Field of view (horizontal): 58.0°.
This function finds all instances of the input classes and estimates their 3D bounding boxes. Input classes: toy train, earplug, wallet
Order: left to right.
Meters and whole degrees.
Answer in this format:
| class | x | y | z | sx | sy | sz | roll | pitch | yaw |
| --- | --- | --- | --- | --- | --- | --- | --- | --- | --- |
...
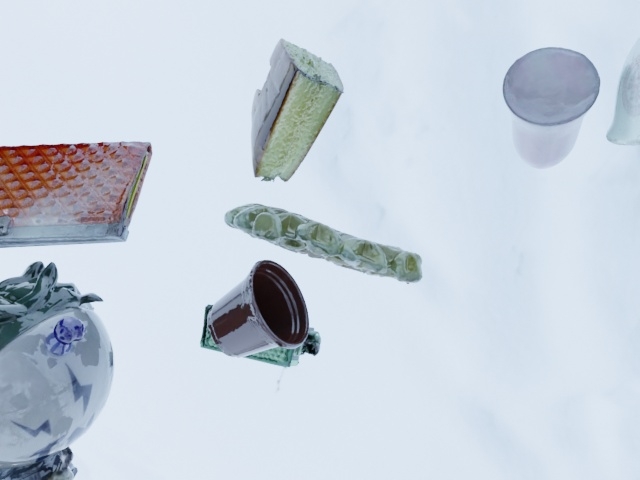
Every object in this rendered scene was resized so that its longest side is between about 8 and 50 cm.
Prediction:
| class | x | y | z | sx | sy | sz | roll | pitch | yaw |
| --- | --- | --- | --- | --- | --- | --- | --- | --- | --- |
| wallet | -0.238 | -0.038 | 0.464 | 0.196 | 0.103 | 0.020 | -2 | 143 | 8 |
| toy train | -0.134 | 0.203 | 1.286 | 0.269 | 0.154 | 0.115 | 7 | 82 | 25 |
| earplug | 0.470 | -0.240 | 1.213 | 0.172 | 0.173 | 0.301 | 20 | 167 | 22 |

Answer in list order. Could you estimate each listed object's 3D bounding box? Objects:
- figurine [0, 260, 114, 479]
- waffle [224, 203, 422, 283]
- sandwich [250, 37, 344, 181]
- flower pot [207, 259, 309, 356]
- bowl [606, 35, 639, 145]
| class | x | y | z | sx | sy | sz | roll | pitch | yaw |
| --- | --- | --- | --- | --- | --- | --- | --- | --- | --- |
| figurine | -0.339 | 0.198 | 0.649 | 0.186 | 0.261 | 0.382 | 21 | 121 | 0 |
| waffle | 0.000 | 0.000 | 0.859 | 0.291 | 0.309 | 0.056 | 18 | 91 | -11 |
| sandwich | -0.061 | -0.231 | 1.075 | 0.122 | 0.128 | 0.236 | 13 | 129 | -29 |
| flower pot | -0.080 | 0.089 | 0.680 | 0.089 | 0.111 | 0.111 | -26 | 102 | 24 |
| bowl | 0.642 | -0.313 | 0.879 | 0.434 | 0.434 | 0.196 | -12 | 105 | 39 |
